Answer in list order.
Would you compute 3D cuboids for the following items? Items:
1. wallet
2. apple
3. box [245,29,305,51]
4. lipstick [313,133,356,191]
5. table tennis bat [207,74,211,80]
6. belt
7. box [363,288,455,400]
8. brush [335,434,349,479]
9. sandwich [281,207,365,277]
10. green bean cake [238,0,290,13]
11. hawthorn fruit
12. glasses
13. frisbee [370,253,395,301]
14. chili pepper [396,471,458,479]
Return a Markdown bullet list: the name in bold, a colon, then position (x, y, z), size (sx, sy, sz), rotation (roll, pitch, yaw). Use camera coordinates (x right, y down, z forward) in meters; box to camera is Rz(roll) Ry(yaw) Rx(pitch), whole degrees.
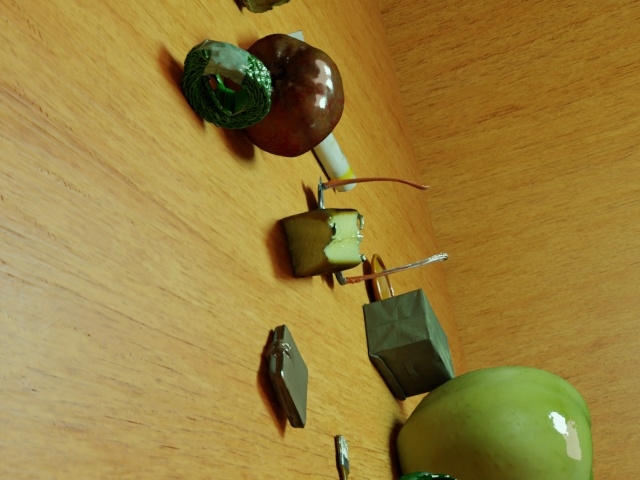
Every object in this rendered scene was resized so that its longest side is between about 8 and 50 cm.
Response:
- **wallet**: position (-0.050, 0.207, 1.389), size (0.152, 0.039, 0.118), rotation (-84, 156, -65)
- **apple**: position (0.402, 0.503, 2.005), size (0.473, 0.474, 0.473), rotation (-16, 90, -76)
- **box**: position (-0.074, -0.340, 1.800), size (0.182, 0.099, 0.133), rotation (-57, 126, -70)
- **lipstick**: position (0.014, -0.213, 2.071), size (0.264, 0.059, 0.059), rotation (58, 21, -48)
- **table tennis bat**: position (-0.185, -0.293, 1.498), size (0.083, 0.007, 0.050), rotation (-93, 161, -49)
- **belt**: position (-0.144, -0.245, 1.369), size (0.151, 0.121, 0.079), rotation (37, 39, -38)
- **box**: position (0.212, 0.251, 2.117), size (0.231, 0.149, 0.155), rotation (58, 20, -46)
- **brush**: position (0.042, 0.419, 1.555), size (0.043, 0.014, 0.170), rotation (60, 21, -48)
- **sandwich**: position (0.000, 0.000, 1.645), size (0.236, 0.128, 0.122), rotation (4, 74, -74)
- **green bean cake**: position (-0.092, -0.578, 1.743), size (0.224, 0.230, 0.131), rotation (54, 22, -43)
- **hawthorn fruit**: position (-0.057, -0.232, 1.566), size (0.248, 0.208, 0.208), rotation (76, 4, -65)
- **glasses**: position (0.124, -0.037, 1.894), size (0.118, 0.268, 0.234), rotation (89, -11, -69)
- **frisbee**: position (0.153, 0.128, 2.264), size (0.192, 0.035, 0.192), rotation (-15, 90, -76)
- **chili pepper**: position (0.140, 0.520, 1.534), size (0.213, 0.167, 0.385), rotation (60, 24, 9)
